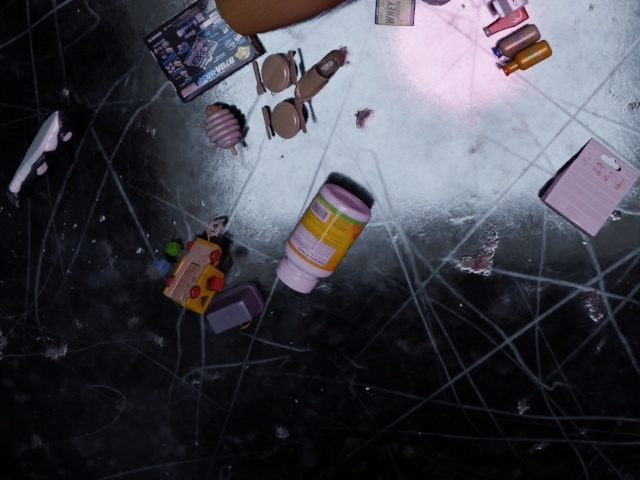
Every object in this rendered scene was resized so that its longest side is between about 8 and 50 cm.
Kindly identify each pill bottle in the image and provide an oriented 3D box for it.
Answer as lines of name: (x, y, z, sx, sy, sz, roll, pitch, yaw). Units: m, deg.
pill bottle: (0.000, 0.000, 1.761, 0.136, 0.136, 0.245, 33, 108, -3)

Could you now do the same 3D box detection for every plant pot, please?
plant pot: (-0.093, -0.547, 1.578, 0.254, 0.237, 0.237, -28, 101, 29)

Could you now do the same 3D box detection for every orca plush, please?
orca plush: (-0.657, -0.186, 1.814, 0.102, 0.151, 0.287, 24, 108, -33)

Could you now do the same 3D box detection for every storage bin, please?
storage bin: (-0.216, 0.182, 1.870, 0.135, 0.091, 0.098, -23, 102, 15)

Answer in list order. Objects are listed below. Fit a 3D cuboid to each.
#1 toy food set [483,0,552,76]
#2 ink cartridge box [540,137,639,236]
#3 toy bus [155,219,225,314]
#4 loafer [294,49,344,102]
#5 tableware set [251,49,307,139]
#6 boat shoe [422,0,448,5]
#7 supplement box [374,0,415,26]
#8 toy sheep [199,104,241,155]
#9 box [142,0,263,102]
toy food set: (0.387, -0.471, 1.579, 0.105, 0.111, 0.232, -28, 104, 14)
ink cartridge box: (0.613, -0.121, 1.703, 0.145, 0.045, 0.179, 36, 90, -3)
toy bus: (-0.291, 0.082, 1.841, 0.202, 0.190, 0.104, -25, 145, 15)
loafer: (-0.008, -0.373, 1.694, 0.056, 0.050, 0.148, 41, 107, -5)
tableware set: (-0.084, -0.330, 1.713, 0.128, 0.039, 0.194, -3, 102, 41)
boat shoe: (0.144, -0.629, 1.540, 0.136, 0.156, 0.367, -41, 98, 16)
supplement box: (0.162, -0.494, 1.617, 0.083, 0.083, 0.056, 5, 106, 7)
toy sheep: (-0.229, -0.257, 1.742, 0.091, 0.091, 0.132, -29, 96, 15)
box: (-0.269, -0.445, 1.706, 0.220, 0.051, 0.175, -30, 101, 15)
